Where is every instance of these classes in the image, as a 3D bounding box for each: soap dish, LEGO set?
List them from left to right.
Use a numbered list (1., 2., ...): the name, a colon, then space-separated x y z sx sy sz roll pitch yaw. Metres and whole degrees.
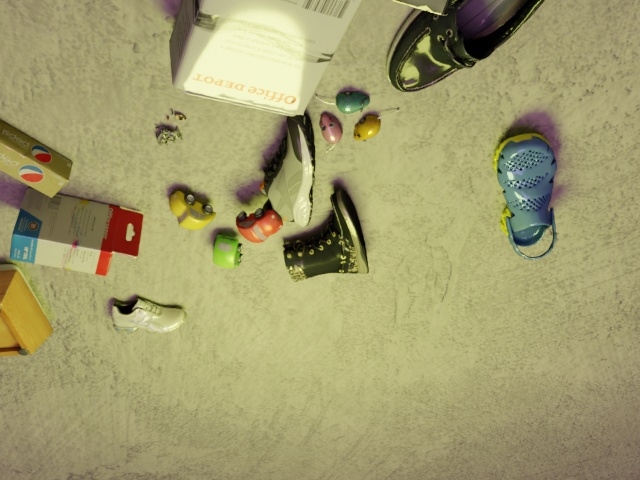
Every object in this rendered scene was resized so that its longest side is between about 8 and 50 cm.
1. soap dish: -0.780 0.168 1.584 0.291 0.118 0.229 -5 137 0
2. LEGO set: -0.279 -0.200 1.316 0.054 0.023 0.083 8 135 -14

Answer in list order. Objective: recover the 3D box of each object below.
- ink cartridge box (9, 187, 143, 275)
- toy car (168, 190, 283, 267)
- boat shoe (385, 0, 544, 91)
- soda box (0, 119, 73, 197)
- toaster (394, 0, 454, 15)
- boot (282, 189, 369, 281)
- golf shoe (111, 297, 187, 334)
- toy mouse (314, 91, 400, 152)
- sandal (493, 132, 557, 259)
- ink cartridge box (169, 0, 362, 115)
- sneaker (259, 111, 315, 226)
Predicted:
1. ink cartridge box: -0.478 -0.012 1.414 0.231 0.134 0.078 13 133 -18
2. toy car: -0.198 0.000 1.486 0.239 0.053 0.225 12 145 6
3. boat shoe: 0.244 -0.343 1.156 0.340 0.113 0.127 -34 130 27
4. soda box: -0.554 -0.156 1.308 0.061 0.058 0.181 -35 130 28
5. toaster: 0.152 -0.439 1.004 0.110 0.168 0.185 6 136 -11
6. boot: 0.000 0.002 1.518 0.179 0.085 0.236 -11 137 9
7. golf shoe: -0.404 0.174 1.672 0.176 0.069 0.086 -4 131 -3
8. toy mouse: 0.044 -0.224 1.320 0.143 0.031 0.161 32 125 -33
9. sandal: 0.427 -0.078 1.443 0.126 0.138 0.317 -13 135 11
10. ink cartridge box: -0.078 -0.359 1.072 0.223 0.129 0.307 8 137 -26
11. sneaker: -0.063 -0.131 1.362 0.108 0.100 0.271 4 136 -3
